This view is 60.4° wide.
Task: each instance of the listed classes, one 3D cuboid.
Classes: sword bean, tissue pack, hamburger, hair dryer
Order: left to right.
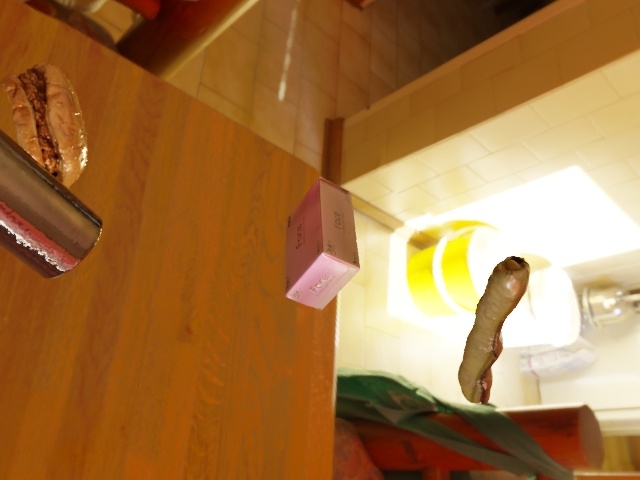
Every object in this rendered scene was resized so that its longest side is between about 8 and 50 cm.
[{"bbox_3d":[-0.352,-0.006,0.473,0.195,0.248,0.078,51,7,-37],"label":"hair dryer"},{"bbox_3d":[-0.584,-0.238,1.192,0.145,0.283,0.259,-16,98,-27],"label":"hamburger"},{"bbox_3d":[0.000,0.000,1.152,0.092,0.148,0.246,25,36,-22],"label":"tissue pack"},{"bbox_3d":[0.172,0.105,0.565,0.269,0.043,0.038,83,-16,-51],"label":"sword bean"}]
